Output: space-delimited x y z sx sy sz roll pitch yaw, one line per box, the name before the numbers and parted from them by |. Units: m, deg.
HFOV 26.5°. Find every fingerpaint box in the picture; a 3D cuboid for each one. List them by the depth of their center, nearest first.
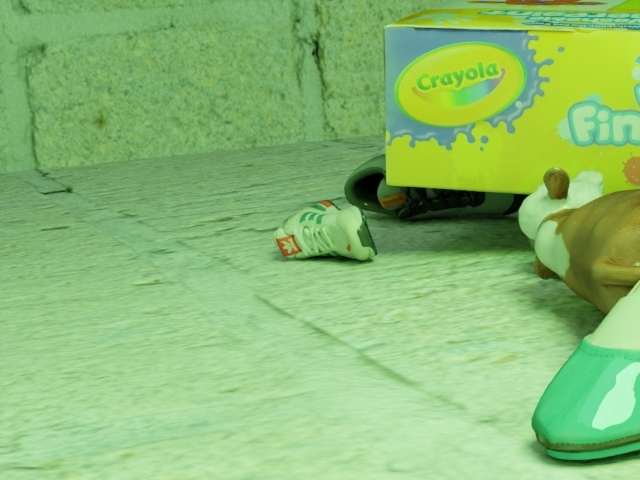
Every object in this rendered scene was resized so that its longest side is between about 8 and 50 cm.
fingerpaint box | 0.327 -0.152 1.333 0.445 0.163 0.371 4 17 20

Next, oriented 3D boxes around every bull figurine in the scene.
bull figurine | 0.242 0.007 0.941 0.189 0.101 0.310 0 10 3

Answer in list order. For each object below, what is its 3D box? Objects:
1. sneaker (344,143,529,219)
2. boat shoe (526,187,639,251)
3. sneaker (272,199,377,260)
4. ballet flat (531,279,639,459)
sneaker | 0.138 -0.062 1.575 0.108 0.100 0.272 -29 18 -36
boat shoe | 0.333 -0.036 1.090 0.355 0.130 0.132 1 10 34
sneaker | 0.000 0.000 1.350 0.075 0.057 0.161 -24 14 -14
ballet flat | 0.207 0.048 0.725 0.247 0.087 0.083 -10 10 -31
